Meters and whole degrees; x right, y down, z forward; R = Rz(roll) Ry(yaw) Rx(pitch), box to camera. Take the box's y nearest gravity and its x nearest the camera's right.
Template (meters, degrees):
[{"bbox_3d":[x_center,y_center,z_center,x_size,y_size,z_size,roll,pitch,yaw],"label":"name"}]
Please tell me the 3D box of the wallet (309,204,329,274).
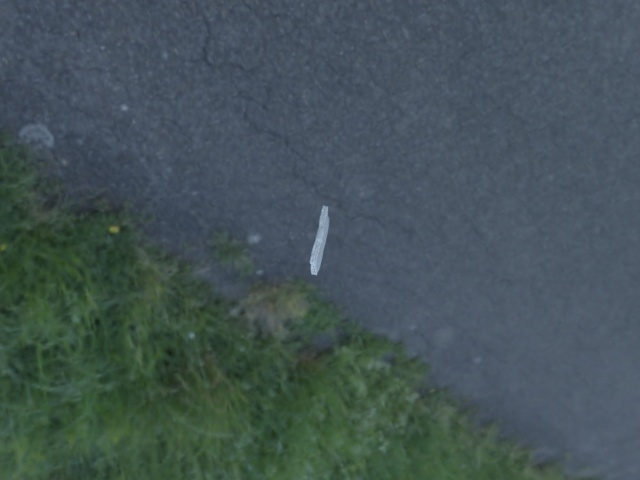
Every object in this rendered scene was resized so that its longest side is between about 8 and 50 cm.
[{"bbox_3d":[0.000,0.000,1.021,0.011,0.083,0.044,10,157,7],"label":"wallet"}]
